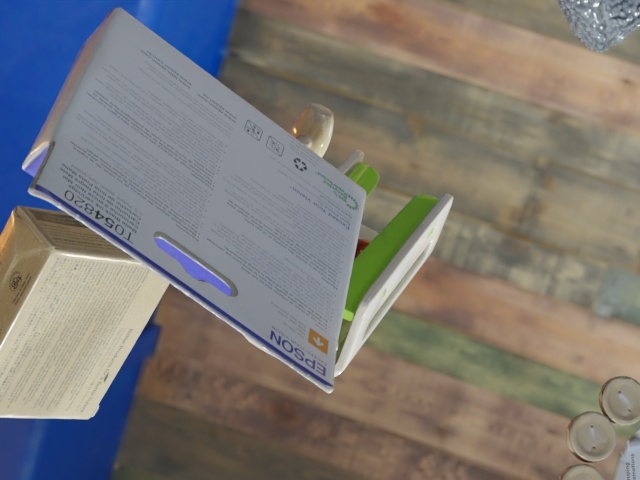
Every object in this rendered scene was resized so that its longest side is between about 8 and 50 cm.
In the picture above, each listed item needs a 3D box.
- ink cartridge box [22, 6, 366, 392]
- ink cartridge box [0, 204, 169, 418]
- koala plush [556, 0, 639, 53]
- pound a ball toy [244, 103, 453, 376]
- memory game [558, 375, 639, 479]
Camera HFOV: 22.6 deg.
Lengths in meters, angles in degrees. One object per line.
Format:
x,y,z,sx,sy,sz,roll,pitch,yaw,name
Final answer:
-0.076,-0.021,1.013,0.223,0.045,0.224,36,-148,-16,ink cartridge box
-0.296,0.085,1.791,0.193,0.234,0.088,9,-151,-50,ink cartridge box
0.201,-0.284,1.112,0.221,0.203,0.196,47,-159,-2,koala plush
0.000,0.000,1.730,0.208,0.135,0.319,27,-146,9,pound a ball toy
0.257,0.182,1.171,0.186,0.186,0.012,13,166,-15,memory game
